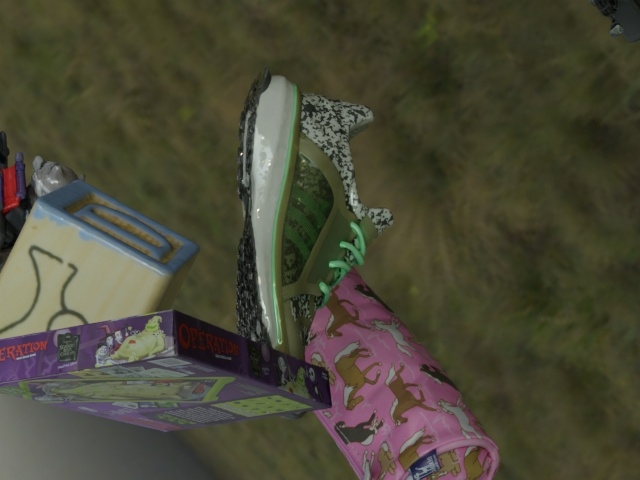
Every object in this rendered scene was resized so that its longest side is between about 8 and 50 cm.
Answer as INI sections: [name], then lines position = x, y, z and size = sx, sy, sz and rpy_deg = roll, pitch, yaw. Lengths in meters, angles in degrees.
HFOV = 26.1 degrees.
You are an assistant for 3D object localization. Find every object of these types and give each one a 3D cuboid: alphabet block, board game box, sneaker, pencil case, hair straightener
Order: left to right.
[alphabet block]
position = -0.285, 0.063, 1.699
size = 0.192, 0.197, 0.193
rpy_deg = 29, -168, 2
[board game box]
position = -0.148, 0.134, 1.340
size = 0.347, 0.208, 0.056
rpy_deg = 32, -133, -64
[sneaker]
position = 0.000, 0.000, 1.585
size = 0.182, 0.411, 0.158
rpy_deg = 2, 167, -10
[pencil case]
position = 0.059, 0.183, 1.738
size = 0.167, 0.160, 0.386
rpy_deg = 15, -152, -44
[hair straightener]
position = 0.376, -0.307, 1.759
size = 0.230, 0.047, 0.089
rpy_deg = 34, -142, -57

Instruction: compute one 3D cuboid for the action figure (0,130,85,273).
[action figure]
position = -0.456, -0.029, 1.895
size = 0.178, 0.330, 0.341
rpy_deg = 39, -147, -40
